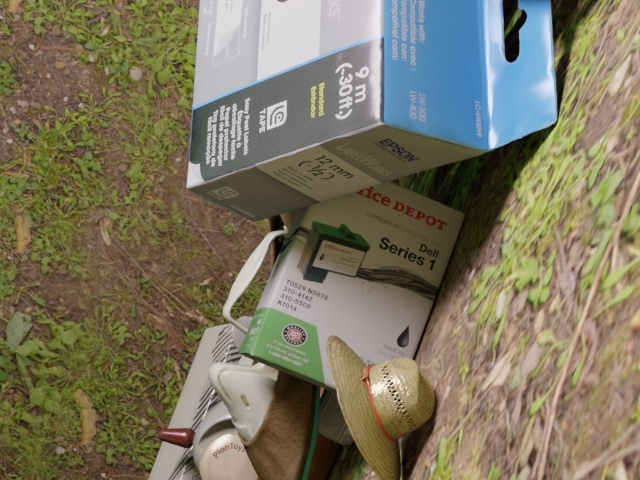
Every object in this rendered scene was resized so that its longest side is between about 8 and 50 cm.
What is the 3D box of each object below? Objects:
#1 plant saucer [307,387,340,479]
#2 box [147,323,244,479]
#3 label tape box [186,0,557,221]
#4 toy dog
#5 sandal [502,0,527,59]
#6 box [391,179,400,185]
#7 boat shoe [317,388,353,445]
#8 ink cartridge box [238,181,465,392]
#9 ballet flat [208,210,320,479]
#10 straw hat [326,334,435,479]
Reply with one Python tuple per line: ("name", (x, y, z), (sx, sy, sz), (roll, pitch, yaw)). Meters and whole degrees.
("plant saucer", (-0.004, 0.248, 1.330), (0.200, 0.037, 0.200), (-159, 90, -86))
("box", (-0.148, 0.264, 1.536), (0.094, 0.113, 0.275), (-16, 49, 48))
("label tape box", (0.038, -0.183, 1.002), (0.347, 0.115, 0.249), (-16, 62, 37))
("toy dog", (-0.098, 0.195, 1.435), (0.220, 0.160, 0.334), (101, -165, -52))
("sandal", (0.171, -0.239, 1.143), (0.102, 0.169, 0.416), (65, 152, 22))
("box", (0.004, -0.103, 1.284), (0.232, 0.058, 0.322), (-5, 97, 62))
("boat shoe", (0.030, 0.147, 1.237), (0.066, 0.063, 0.184), (122, 168, -60))
("ink cartridge box", (0.033, 0.044, 1.093), (0.092, 0.160, 0.220), (149, 142, -78))
("ballet flat", (-0.052, 0.111, 1.165), (0.116, 0.124, 0.343), (9, 86, 66))
("straw hat", (0.064, 0.134, 0.907), (0.061, 0.144, 0.144), (-27, 17, 13))
